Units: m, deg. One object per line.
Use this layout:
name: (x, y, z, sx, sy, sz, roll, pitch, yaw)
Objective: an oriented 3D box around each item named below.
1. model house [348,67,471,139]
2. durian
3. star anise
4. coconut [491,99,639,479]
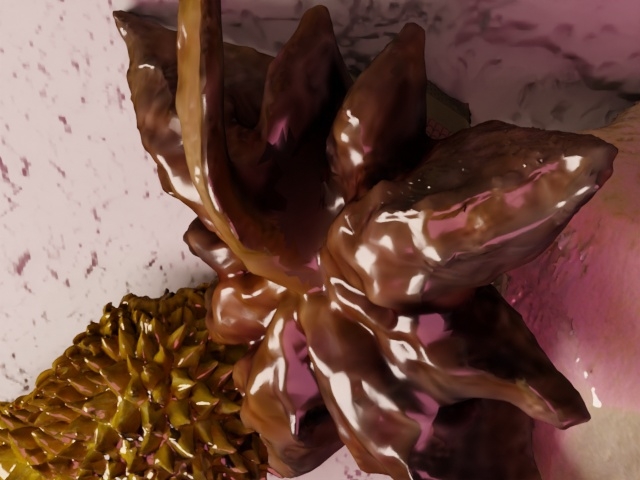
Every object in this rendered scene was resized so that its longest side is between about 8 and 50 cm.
model house: (0.033, -0.055, 0.822, 0.083, 0.058, 0.057, 31, 131, -28)
durian: (-0.101, 0.128, 0.982, 0.183, 0.138, 0.249, 34, 123, -20)
star anise: (0.003, 0.000, 0.762, 0.292, 0.109, 0.350, 24, 129, 23)
coconut: (0.188, 0.060, 0.842, 0.233, 0.233, 0.245, 3, 131, -2)
